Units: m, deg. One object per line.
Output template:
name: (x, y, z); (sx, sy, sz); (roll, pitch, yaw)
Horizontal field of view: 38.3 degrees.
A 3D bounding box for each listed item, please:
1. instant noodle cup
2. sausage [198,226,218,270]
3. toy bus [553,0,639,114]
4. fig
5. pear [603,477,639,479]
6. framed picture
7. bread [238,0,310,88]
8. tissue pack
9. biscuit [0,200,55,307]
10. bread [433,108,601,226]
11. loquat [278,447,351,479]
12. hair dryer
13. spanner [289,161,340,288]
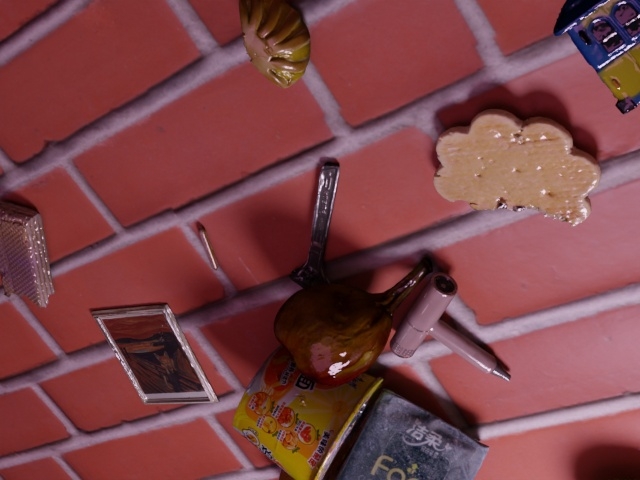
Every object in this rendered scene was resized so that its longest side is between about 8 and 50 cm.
instant noodle cup: (-0.029, 0.321, 1.745); (0.200, 0.264, 0.264); (31, 132, 13)
sausage: (-0.212, 0.016, 1.751); (0.015, 0.015, 0.100); (-1, 123, 26)
toy bus: (0.448, -0.303, 1.120); (0.175, 0.138, 0.287); (45, 130, -12)
fig: (0.058, 0.138, 1.587); (0.290, 0.191, 0.191); (-30, 107, 34)
pear: (0.543, 0.528, 1.656); (0.197, 0.197, 0.197); (13, 128, 17)
framed picture: (-0.360, 0.255, 1.998); (0.216, 0.016, 0.273); (-8, 120, 30)
bread: (-0.062, -0.305, 1.408); (0.094, 0.083, 0.157); (-4, 122, 14)
tissue pack: (0.145, 0.470, 1.741); (0.227, 0.316, 0.103); (28, 173, 3)
biscuit: (-0.625, 0.030, 1.930); (0.108, 0.062, 0.239); (16, 128, 17)
bread: (0.297, -0.116, 1.396); (0.250, 0.039, 0.182); (12, 128, 17)
loquat: (0.015, 0.522, 1.904); (0.187, 0.176, 0.234); (-30, 95, 18)
hair dryer: (0.253, 0.173, 1.617); (0.220, 0.054, 0.195); (28, 135, 3)
spanner: (0.000, 0.000, 1.632); (0.093, 0.026, 0.326); (18, 129, 11)
